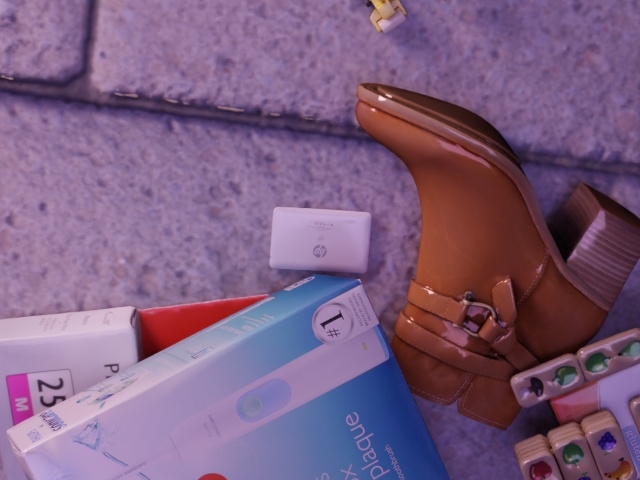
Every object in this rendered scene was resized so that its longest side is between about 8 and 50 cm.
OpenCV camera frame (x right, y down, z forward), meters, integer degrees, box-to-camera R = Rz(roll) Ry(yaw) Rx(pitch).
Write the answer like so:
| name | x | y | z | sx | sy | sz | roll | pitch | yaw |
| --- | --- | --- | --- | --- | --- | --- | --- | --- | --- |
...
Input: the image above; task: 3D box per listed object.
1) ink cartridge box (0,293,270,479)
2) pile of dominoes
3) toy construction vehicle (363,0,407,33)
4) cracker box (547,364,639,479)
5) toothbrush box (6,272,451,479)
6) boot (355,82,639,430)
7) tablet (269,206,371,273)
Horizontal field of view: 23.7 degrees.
| name | x | y | z | sx | sy | sz | roll | pitch | yaw |
| --- | --- | --- | --- | --- | --- | --- | --- | --- | --- |
| ink cartridge box | -0.147 | 0.193 | 1.309 | 0.238 | 0.060 | 0.275 | -6 | 106 | 0 |
| pile of dominoes | 0.290 | 0.163 | 1.259 | 0.251 | 0.040 | 0.196 | -22 | 108 | 4 |
| toy construction vehicle | 0.052 | -0.219 | 1.214 | 0.086 | 0.035 | 0.098 | -30 | 105 | 6 |
| cracker box | 0.325 | 0.146 | 1.313 | 0.232 | 0.067 | 0.156 | -25 | 106 | 4 |
| toothbrush box | -0.069 | 0.185 | 1.218 | 0.295 | 0.126 | 0.216 | -26 | 98 | -14 |
| boot | 0.106 | 0.015 | 1.259 | 0.283 | 0.109 | 0.220 | 29 | 106 | -17 |
| tablet | 0.000 | 0.000 | 1.288 | 0.083 | 0.006 | 0.054 | 4 | 106 | -3 |
